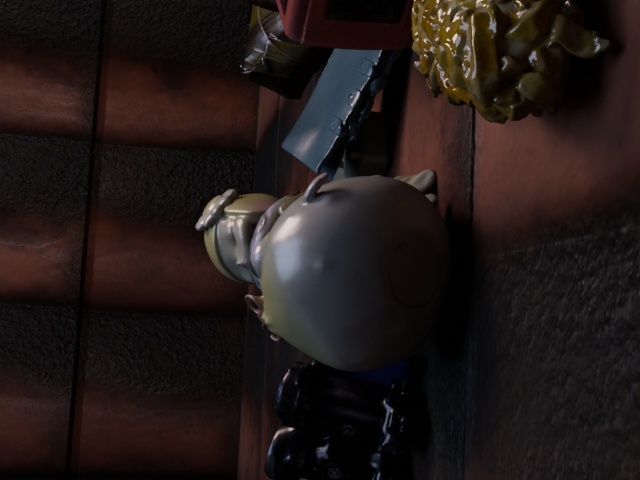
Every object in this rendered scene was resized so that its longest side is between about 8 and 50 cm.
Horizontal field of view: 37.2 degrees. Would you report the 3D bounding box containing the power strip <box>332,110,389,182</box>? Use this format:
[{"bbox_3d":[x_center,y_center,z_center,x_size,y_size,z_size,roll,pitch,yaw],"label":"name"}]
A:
[{"bbox_3d":[0.045,-0.115,1.374,0.215,0.061,0.145,112,159,-57],"label":"power strip"}]

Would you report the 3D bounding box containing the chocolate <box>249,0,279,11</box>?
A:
[{"bbox_3d":[-0.016,-0.471,1.390,0.186,0.284,0.283,6,92,64],"label":"chocolate"}]

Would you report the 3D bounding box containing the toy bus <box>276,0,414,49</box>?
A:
[{"bbox_3d":[0.060,-0.422,1.033,0.427,0.203,0.233,106,160,-53],"label":"toy bus"}]

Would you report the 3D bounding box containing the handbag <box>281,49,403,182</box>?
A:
[{"bbox_3d":[0.038,-0.195,1.276,0.221,0.057,0.144,-60,24,8],"label":"handbag"}]

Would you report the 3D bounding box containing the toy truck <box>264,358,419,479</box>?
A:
[{"bbox_3d":[0.036,0.196,1.121,0.177,0.161,0.213,-66,-12,-56],"label":"toy truck"}]

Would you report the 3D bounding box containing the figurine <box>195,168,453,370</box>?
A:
[{"bbox_3d":[0.000,0.000,1.076,0.394,0.274,0.226,8,130,55],"label":"figurine"}]

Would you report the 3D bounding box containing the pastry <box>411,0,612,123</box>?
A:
[{"bbox_3d":[0.140,-0.175,0.760,0.250,0.103,0.154,-119,35,-75],"label":"pastry"}]

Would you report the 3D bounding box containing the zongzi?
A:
[{"bbox_3d":[-0.018,-0.451,1.729,0.317,0.154,0.289,-35,45,52],"label":"zongzi"}]
